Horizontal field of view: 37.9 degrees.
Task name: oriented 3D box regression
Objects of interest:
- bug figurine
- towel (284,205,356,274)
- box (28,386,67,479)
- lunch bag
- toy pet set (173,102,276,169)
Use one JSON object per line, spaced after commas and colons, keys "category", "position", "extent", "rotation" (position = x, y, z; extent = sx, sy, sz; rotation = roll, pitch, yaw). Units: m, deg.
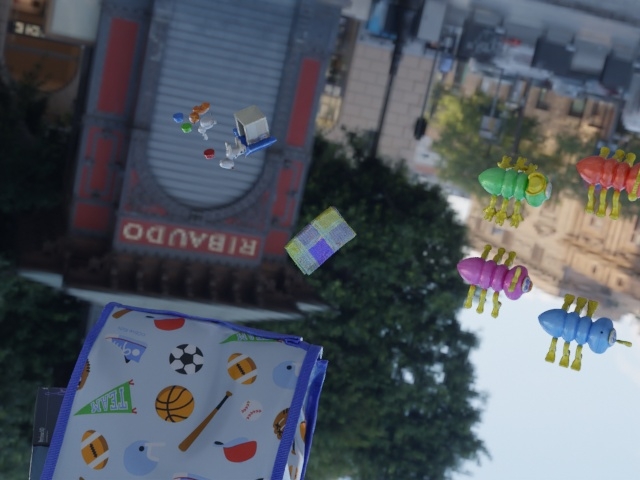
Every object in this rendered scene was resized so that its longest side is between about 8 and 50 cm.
{"category": "bug figurine", "position": [0.278, 0.002, 1.104], "extent": [0.216, 0.279, 0.072], "rotation": [12, 169, 21]}
{"category": "towel", "position": [0.000, 0.000, 1.165], "extent": [0.060, 0.083, 0.009], "rotation": [55, 174, -36]}
{"category": "box", "position": [-0.403, 0.345, 1.609], "extent": [0.184, 0.103, 0.261], "rotation": [3, -169, -16]}
{"category": "lunch bag", "position": [-0.184, 0.295, 1.273], "extent": [0.328, 0.385, 0.239], "rotation": [10, 169, 8]}
{"category": "toy pet set", "position": [-0.130, -0.144, 1.324], "extent": [0.114, 0.065, 0.122], "rotation": [-24, -135, -16]}
